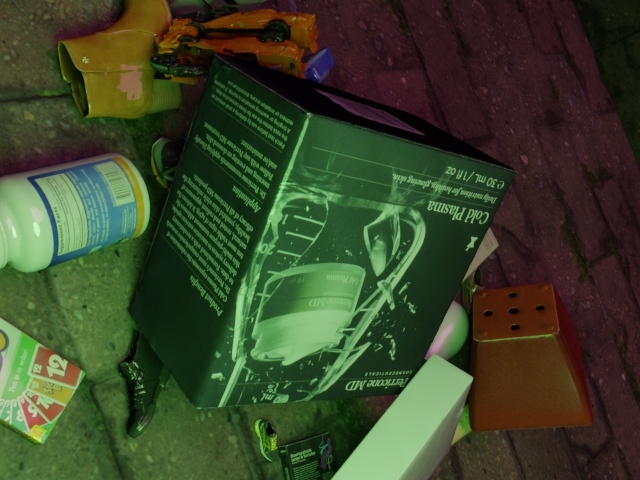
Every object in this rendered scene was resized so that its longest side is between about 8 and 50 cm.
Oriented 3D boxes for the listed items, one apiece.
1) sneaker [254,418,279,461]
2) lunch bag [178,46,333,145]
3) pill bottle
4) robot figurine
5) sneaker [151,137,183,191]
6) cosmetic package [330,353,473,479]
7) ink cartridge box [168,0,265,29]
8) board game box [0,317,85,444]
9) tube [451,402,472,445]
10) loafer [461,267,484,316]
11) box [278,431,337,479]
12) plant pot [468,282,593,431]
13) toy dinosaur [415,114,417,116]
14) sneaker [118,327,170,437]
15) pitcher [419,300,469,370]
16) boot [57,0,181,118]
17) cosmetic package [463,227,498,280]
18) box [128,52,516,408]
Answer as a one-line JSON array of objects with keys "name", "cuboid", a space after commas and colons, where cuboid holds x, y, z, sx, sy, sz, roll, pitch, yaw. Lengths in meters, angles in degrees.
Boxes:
[{"name": "sneaker", "cuboid": [-0.095, 0.372, 1.291, 0.031, 0.035, 0.083, -25, 91, -44]}, {"name": "lunch bag", "cuboid": [-0.098, -0.252, 1.351, 0.138, 0.293, 0.221, 52, 47, -15]}, {"name": "pill bottle", "cuboid": [-0.417, -0.039, 1.077, 0.272, 0.152, 0.152, -23, 90, -44]}, {"name": "robot figurine", "cuboid": [-0.159, -0.343, 1.249, 0.085, 0.291, 0.211, 78, 21, -46]}, {"name": "sneaker", "cuboid": [-0.236, -0.106, 1.317, 0.215, 0.083, 0.084, 55, 48, -10]}, {"name": "cosmetic package", "cuboid": [0.128, 0.430, 1.277, 0.377, 0.097, 0.284, -42, 147, -35]}, {"name": "ink cartridge box", "cuboid": [-0.156, -0.544, 1.425, 0.117, 0.278, 0.201, 47, 48, -23]}, {"name": "board game box", "cuboid": [-0.485, 0.178, 1.015, 0.259, 0.039, 0.124, 40, 51, -21]}, {"name": "tube", "cuboid": [0.277, 0.443, 1.590, 0.240, 0.070, 0.062, -15, 124, -40]}, {"name": "loafer", "cuboid": [0.403, 0.135, 1.828, 0.056, 0.050, 0.148, 5, 70, -41]}, {"name": "box", "cuboid": [-0.015, 0.462, 1.335, 0.116, 0.029, 0.162, -2, 76, -44]}, {"name": "plant pot", "cuboid": [0.456, 0.248, 1.591, 0.267, 0.267, 0.236, -72, 148, -55]}, {"name": "toy dinosaur", "cuboid": [0.263, -0.276, 1.847, 0.082, 0.090, 0.047, 32, 24, 28]}, {"name": "sneaker", "cuboid": [-0.303, 0.231, 1.149, 0.089, 0.051, 0.170, 40, 46, -24]}, {"name": "pitcher", "cuboid": [0.262, 0.213, 1.594, 0.207, 0.125, 0.178, -48, 150, -38]}, {"name": "boot", "cuboid": [-0.378, -0.368, 1.274, 0.211, 0.104, 0.295, -11, 86, -45]}, {"name": "cosmetic package", "cuboid": [0.289, 0.041, 1.692, 0.296, 0.153, 0.129, -36, 97, -46]}, {"name": "box", "cuboid": [0.000, 0.000, 1.187, 0.480, 0.297, 0.472, 7, 114, -40]}]
